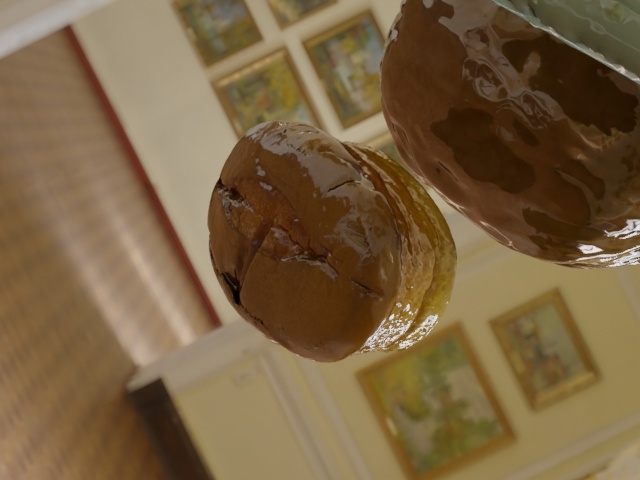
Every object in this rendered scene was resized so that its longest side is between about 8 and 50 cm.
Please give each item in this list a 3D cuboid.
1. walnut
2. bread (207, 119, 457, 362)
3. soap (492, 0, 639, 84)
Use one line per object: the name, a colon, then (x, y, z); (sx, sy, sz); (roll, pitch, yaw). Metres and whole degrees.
walnut: (0.254, -0.146, 1.459); (0.398, 0.354, 0.308); (46, -50, 19)
bread: (0.000, 0.000, 1.287); (0.142, 0.195, 0.269); (7, 24, -44)
soap: (0.293, -0.233, 1.025); (0.446, 0.261, 0.156); (34, 14, 21)
